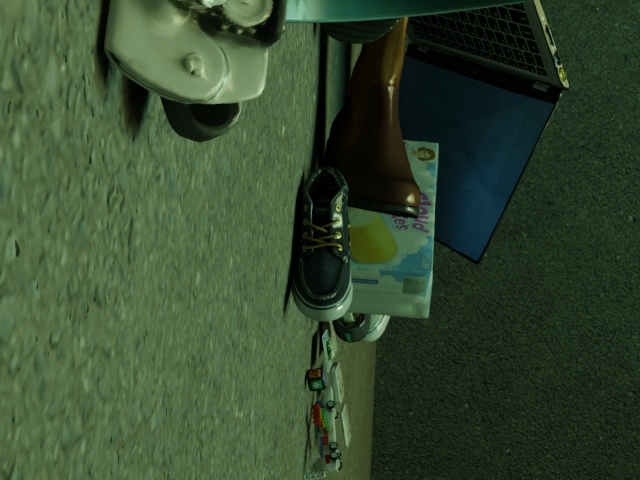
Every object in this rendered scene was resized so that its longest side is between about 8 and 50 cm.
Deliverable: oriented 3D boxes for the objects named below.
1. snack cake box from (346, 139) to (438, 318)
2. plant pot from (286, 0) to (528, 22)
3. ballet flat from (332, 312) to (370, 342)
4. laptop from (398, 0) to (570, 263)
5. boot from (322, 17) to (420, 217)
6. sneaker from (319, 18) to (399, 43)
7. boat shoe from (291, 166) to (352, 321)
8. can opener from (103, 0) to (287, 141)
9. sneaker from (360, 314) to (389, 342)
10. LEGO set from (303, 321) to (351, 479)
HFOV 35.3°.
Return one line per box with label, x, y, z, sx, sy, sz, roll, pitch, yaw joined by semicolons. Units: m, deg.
snack cake box;0.077;-0.024;1.334;0.264;0.152;0.089;-81;172;-47
plant pot;0.061;-0.274;0.585;0.271;0.271;0.255;-50;135;-80
ballet flat;0.041;0.041;1.412;0.074;0.074;0.203;70;19;-76
laptop;0.139;-0.245;1.462;0.382;0.236;0.408;35;-23;55
boot;0.086;-0.181;1.185;0.264;0.096;0.281;-107;-150;-71
sneaker;0.073;-0.383;1.101;0.146;0.122;0.331;-85;-171;-64
boat shoe;0.000;0.000;1.069;0.183;0.065;0.083;-90;178;-53
can opener;-0.053;-0.189;0.459;0.093;0.074;0.280;-8;-106;61
sneaker;0.068;0.043;1.704;0.091;0.094;0.258;51;34;-54
LEGO set;0.001;0.212;1.376;0.244;0.060;0.183;-33;115;-84
